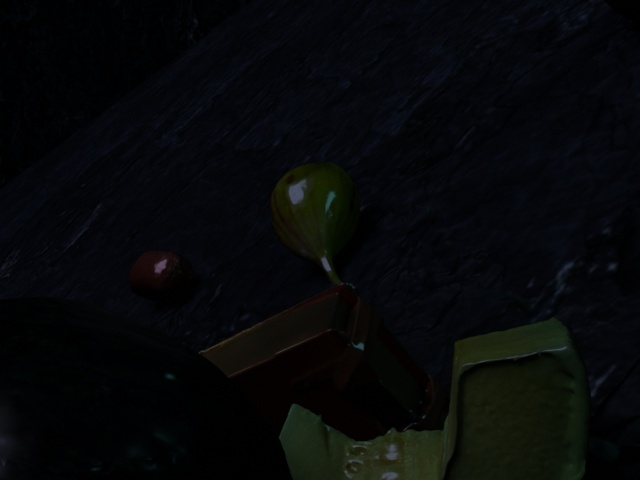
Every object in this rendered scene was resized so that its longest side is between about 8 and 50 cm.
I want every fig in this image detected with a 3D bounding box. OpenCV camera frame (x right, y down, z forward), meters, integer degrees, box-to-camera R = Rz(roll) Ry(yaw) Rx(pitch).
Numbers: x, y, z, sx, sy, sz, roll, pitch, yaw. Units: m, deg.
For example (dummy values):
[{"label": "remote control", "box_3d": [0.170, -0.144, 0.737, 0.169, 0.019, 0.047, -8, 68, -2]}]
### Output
[{"label": "fig", "box_3d": [-0.009, -0.011, 0.949, 0.093, 0.093, 0.166, -31, 23, 24]}]

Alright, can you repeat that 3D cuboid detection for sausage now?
[{"label": "sausage", "box_3d": [-0.186, 0.040, 1.190, 0.094, 0.059, 0.054, -5, 62, 55]}]

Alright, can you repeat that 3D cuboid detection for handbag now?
[{"label": "handbag", "box_3d": [-0.020, 0.115, 0.653, 0.190, 0.127, 0.063, -29, 25, 30]}]

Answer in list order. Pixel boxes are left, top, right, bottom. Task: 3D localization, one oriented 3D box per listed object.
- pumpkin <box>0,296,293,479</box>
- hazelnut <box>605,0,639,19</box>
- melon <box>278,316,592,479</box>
[{"label": "pumpkin", "box_3d": [-0.146, 0.186, 0.487, 0.323, 0.241, 0.323, -169, 90, -67]}, {"label": "hazelnut", "box_3d": [0.300, -0.253, 0.868, 0.150, 0.150, 0.150, -35, 21, 15]}, {"label": "melon", "box_3d": [0.052, 0.120, 0.540, 0.209, 0.118, 0.064, -19, 13, 21]}]
